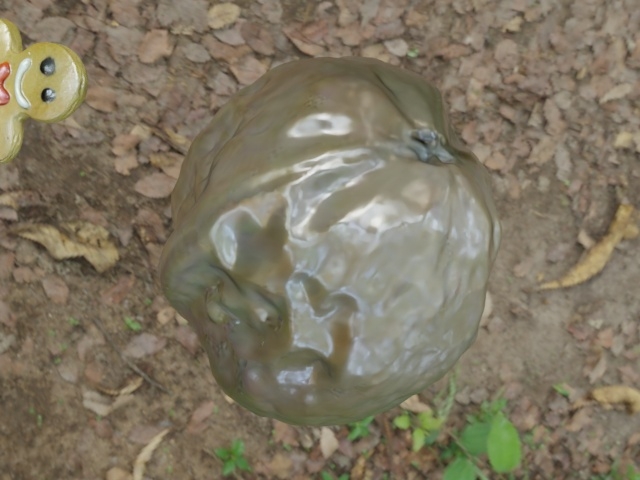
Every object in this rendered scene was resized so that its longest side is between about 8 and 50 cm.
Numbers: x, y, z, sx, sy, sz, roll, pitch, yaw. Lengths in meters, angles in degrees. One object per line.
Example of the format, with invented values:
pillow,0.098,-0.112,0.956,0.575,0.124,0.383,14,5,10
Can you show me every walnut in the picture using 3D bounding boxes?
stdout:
walnut,0.002,0.002,0.656,0.227,0.273,0.273,-36,130,-46

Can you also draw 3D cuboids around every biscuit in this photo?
biscuit,-0.358,-0.158,0.956,0.035,0.240,0.158,10,74,-71
